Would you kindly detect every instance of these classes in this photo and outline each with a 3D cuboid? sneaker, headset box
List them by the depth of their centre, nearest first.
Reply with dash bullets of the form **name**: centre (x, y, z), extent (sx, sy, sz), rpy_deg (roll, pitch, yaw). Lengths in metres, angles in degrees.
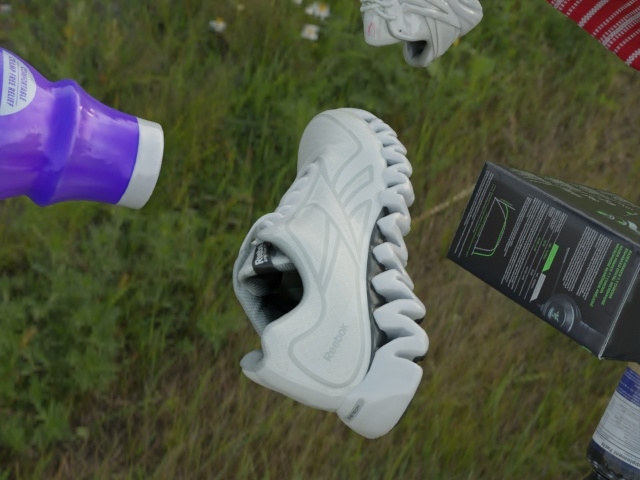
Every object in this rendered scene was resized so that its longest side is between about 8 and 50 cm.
- **sneaker**: centre (0.000, 0.000, 0.914), extent (0.118, 0.110, 0.292), rpy_deg (15, 40, -17)
- **sneaker**: centre (0.075, -0.259, 1.323), extent (0.115, 0.232, 0.090), rpy_deg (-54, 39, -7)
- **headset box**: centre (0.337, 0.033, 1.491), extent (0.246, 0.131, 0.283), rpy_deg (9, 18, -40)

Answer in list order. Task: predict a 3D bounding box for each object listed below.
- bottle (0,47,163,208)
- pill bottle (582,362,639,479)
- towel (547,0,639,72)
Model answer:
- **bottle**: centre (-0.251, -0.085, 0.893), extent (0.282, 0.092, 0.118), rpy_deg (14, 43, -23)
- **pill bottle**: centre (0.433, 0.266, 1.734), extent (0.122, 0.219, 0.123), rpy_deg (23, 8, -4)
- **towel**: centre (0.278, -0.211, 1.153), extent (0.275, 0.199, 0.031), rpy_deg (36, 80, -6)
